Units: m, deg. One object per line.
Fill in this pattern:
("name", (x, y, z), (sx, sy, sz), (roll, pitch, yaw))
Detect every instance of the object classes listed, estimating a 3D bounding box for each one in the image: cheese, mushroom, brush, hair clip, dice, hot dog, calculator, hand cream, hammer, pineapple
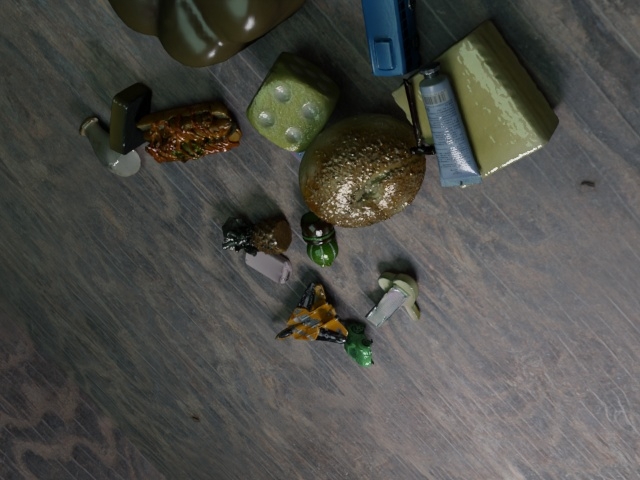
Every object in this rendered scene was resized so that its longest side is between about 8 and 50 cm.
("cheese", (0.320, -0.276, 1.406), (0.265, 0.124, 0.242), (51, 141, -8))
("mushroom", (-0.667, -0.294, 2.121), (0.225, 0.093, 0.116), (40, 114, 17))
("brush", (-0.553, -0.353, 1.965), (0.059, 0.123, 0.197), (29, 134, 10))
("hair clip", (0.210, 0.168, 1.850), (0.159, 0.071, 0.218), (36, 141, 4))
("dice", (-0.064, -0.324, 1.575), (0.169, 0.169, 0.166), (31, 117, -13))
("hot dog", (-0.377, -0.293, 1.882), (0.348, 0.117, 0.158), (-1, 129, 36))
("calculator", (-0.164, 0.067, 2.063), (0.175, 0.032, 0.100), (31, 134, 13))
("hand cream", (0.255, -0.229, 1.369), (0.091, 0.058, 0.271), (-5, 123, 30))
("hammer", (0.202, -0.258, 1.413), (0.065, 0.021, 0.178), (10, 128, 38))
("pineapple", (-0.196, -0.013, 1.977), (0.237, 0.119, 0.111), (-3, 145, 36))

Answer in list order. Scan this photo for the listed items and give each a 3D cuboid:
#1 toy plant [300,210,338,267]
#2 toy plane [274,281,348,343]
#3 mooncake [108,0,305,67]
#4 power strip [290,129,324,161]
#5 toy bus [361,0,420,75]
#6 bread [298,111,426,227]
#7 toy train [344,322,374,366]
("toy plant", (0.000, 0.000, 1.860), (0.092, 0.093, 0.162), (6, 127, 32))
("toy plane", (-0.045, 0.257, 2.075), (0.204, 0.103, 0.316), (60, 145, 3))
("mooncake", (-0.257, -0.625, 1.461), (0.467, 0.262, 0.467), (18, 128, 25))
("power strip", (-0.025, -0.245, 1.732), (0.279, 0.037, 0.109), (42, 136, 2))
("toy bus", (0.149, -0.439, 1.420), (0.090, 0.106, 0.185), (5, 124, 29))
("bread", (0.100, -0.149, 1.552), (0.305, 0.159, 0.306), (-6, 131, -7))
("toy train", (0.106, 0.312, 2.005), (0.081, 0.149, 0.099), (-10, 122, -11))
